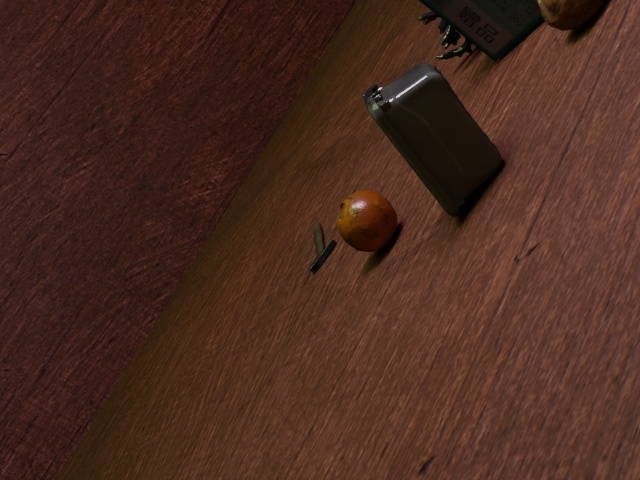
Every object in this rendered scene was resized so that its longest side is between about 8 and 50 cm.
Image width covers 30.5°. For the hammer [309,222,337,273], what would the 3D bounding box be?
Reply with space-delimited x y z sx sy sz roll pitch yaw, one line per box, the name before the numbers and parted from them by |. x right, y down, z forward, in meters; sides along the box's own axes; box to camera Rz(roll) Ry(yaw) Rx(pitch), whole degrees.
hammer | 0.000 0.000 1.933 0.062 0.013 0.199 -52 12 11

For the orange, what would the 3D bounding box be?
orange | 0.062 -0.026 1.565 0.083 0.083 0.083 -52 11 15

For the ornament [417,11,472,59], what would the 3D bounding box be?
ornament | 0.252 -0.382 1.802 0.202 0.080 0.236 -21 -28 -31

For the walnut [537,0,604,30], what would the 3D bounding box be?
walnut | 0.298 -0.296 1.402 0.096 0.083 0.079 -58 -17 -14

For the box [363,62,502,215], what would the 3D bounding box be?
box | 0.135 -0.126 1.369 0.093 0.172 0.124 -37 15 9

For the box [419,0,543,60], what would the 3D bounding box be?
box | 0.205 -0.383 1.611 0.153 0.245 0.092 -39 17 51
